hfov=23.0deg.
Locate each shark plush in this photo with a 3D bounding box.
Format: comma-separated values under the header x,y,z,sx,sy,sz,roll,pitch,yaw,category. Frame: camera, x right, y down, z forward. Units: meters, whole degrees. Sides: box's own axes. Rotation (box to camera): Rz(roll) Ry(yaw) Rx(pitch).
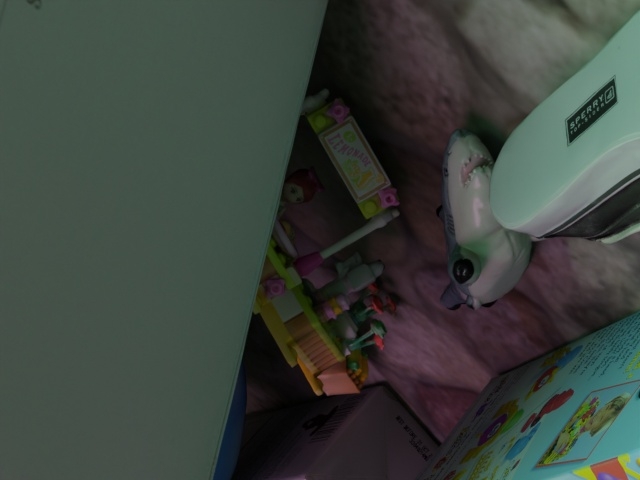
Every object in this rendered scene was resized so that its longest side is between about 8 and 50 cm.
x,y,z,sx,sy,sz,roll,pitch,yaw,category
0.091,-0.003,0.889,0.067,0.073,0.161,53,175,20,shark plush

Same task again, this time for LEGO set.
x,y,z,sx,sy,sz,roll,pitch,yaw,category
0.000,0.000,0.958,0.287,0.107,0.132,59,-179,-33,LEGO set

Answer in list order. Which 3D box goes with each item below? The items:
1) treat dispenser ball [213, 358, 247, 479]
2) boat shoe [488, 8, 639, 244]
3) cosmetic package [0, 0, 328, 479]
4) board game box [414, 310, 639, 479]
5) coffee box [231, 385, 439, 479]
x,y,z,sx,sy,sz,roll,pitch,yaw,category
-0.195,0.111,1.096,0.288,0.288,0.288,29,147,21,treat dispenser ball
0.162,-0.058,0.700,0.070,0.077,0.219,15,154,-23,boat shoe
-0.259,-0.072,0.746,0.329,0.327,0.394,5,168,43,cosmetic package
0.174,0.137,0.848,0.142,0.144,0.275,44,150,-5,board game box
-0.002,0.203,1.177,0.141,0.098,0.246,49,149,-11,coffee box
